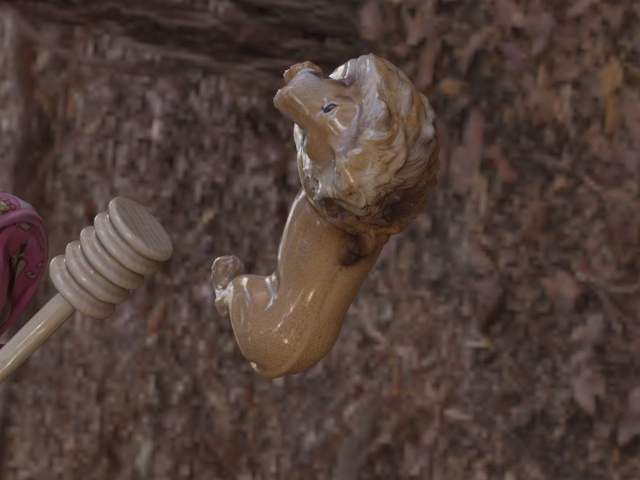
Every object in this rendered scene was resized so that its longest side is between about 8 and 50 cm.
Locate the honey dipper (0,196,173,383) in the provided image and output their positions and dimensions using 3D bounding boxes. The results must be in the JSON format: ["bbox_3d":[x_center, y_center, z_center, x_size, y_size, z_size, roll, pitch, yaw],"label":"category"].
[{"bbox_3d":[-0.118,0.047,0.577,0.161,0.030,0.030,-44,36,18],"label":"honey dipper"}]

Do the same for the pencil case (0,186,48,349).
[{"bbox_3d":[-0.358,-0.051,0.980,0.160,0.386,0.167,-57,-11,5],"label":"pencil case"}]

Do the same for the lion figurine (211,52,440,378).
[{"bbox_3d":[0.000,0.000,1.264,0.240,0.142,0.392,-97,17,-52],"label":"lion figurine"}]
